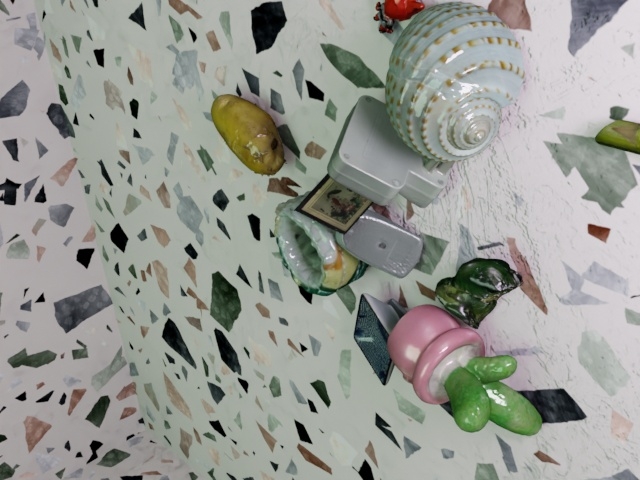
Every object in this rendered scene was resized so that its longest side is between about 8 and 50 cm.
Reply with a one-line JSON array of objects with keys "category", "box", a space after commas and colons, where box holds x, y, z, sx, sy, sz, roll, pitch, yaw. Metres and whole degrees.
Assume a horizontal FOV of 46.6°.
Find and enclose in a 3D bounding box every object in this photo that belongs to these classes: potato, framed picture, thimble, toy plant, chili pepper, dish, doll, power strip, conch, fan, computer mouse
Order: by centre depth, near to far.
[{"category": "conch", "box": [0.240, -0.327, 1.512, 0.319, 0.215, 0.303, 44, 129, 24]}, {"category": "doll", "box": [0.163, -0.510, 1.611, 0.169, 0.057, 0.109, -30, 78, 58]}, {"category": "power strip", "box": [0.171, -0.193, 1.671, 0.261, 0.230, 0.141, 28, 141, -9]}, {"category": "chili pepper", "box": [0.359, 0.100, 1.686, 0.148, 0.116, 0.264, 34, 161, 5]}, {"category": "toy plant", "box": [0.340, 0.317, 1.780, 0.356, 0.317, 0.211, 36, 101, 42]}, {"category": "computer mouse", "box": [0.146, 0.001, 1.881, 0.230, 0.079, 0.128, 29, 104, -2]}, {"category": "framed picture", "box": [0.058, -0.114, 1.887, 0.195, 0.199, 0.010, 29, 160, 40]}, {"category": "fan", "box": [0.279, 0.248, 1.965, 0.282, 0.023, 0.057, 38, 138, 31]}, {"category": "dish", "box": [0.173, 0.260, 2.024, 0.182, 0.080, 0.243, 57, 158, 30]}, {"category": "thimble", "box": [0.000, 0.000, 2.026, 0.288, 0.167, 0.254, 60, 148, 9]}, {"category": "potato", "box": [-0.204, -0.305, 2.125, 0.300, 0.140, 0.173, 50, 149, 28]}]

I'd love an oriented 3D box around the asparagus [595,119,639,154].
[{"category": "asparagus", "box": [0.610, -0.159, 1.279, 0.277, 0.060, 0.067, 28, 151, 39]}]
